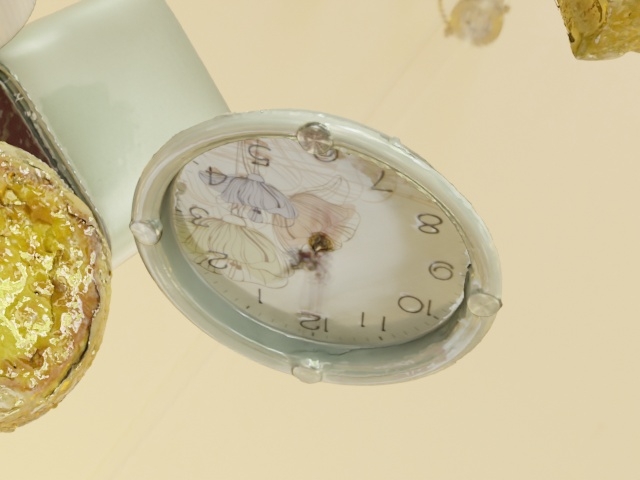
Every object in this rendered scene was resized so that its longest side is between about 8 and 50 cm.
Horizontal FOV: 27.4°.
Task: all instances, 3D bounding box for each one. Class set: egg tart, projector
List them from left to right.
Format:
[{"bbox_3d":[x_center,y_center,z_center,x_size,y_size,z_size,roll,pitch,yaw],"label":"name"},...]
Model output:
[{"bbox_3d":[-0.271,0.036,1.010,0.234,0.234,0.094,48,-32,-18],"label":"egg tart"},{"bbox_3d":[-0.263,-0.091,1.338,0.249,0.249,0.248,-23,-80,38],"label":"projector"}]

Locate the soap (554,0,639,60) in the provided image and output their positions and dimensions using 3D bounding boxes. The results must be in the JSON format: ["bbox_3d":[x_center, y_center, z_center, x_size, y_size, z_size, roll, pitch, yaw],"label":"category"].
[{"bbox_3d":[0.292,-0.309,1.201,0.199,0.315,0.091,-3,-35,-10],"label":"soap"}]

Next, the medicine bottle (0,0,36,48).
[{"bbox_3d":[-0.368,-0.321,1.011,0.224,0.224,0.384,5,-40,18],"label":"medicine bottle"}]

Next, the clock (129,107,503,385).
[{"bbox_3d":[0.000,0.000,0.819,0.236,0.053,0.236,11,-41,9],"label":"clock"}]
